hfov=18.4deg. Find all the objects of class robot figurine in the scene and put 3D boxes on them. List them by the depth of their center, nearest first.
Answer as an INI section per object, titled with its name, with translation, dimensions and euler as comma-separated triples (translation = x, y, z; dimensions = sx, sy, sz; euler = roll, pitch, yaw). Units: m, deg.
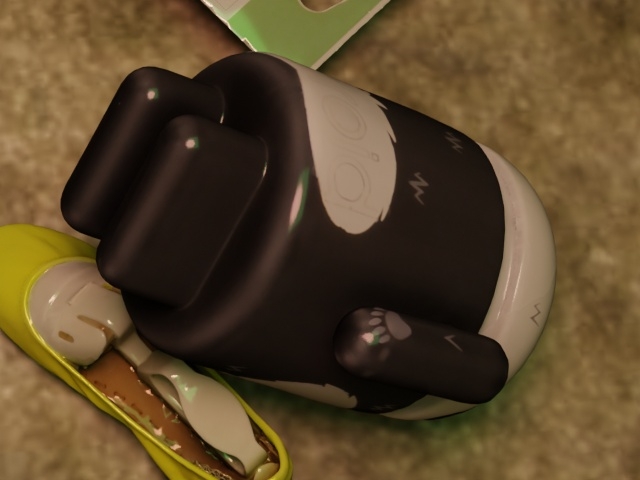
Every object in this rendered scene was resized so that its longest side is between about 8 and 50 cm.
[robot figurine]
translation = 0.000, 0.003, 1.078
dimensions = 0.278, 0.173, 0.209
euler = 19, 58, -37

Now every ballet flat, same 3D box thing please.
[ballet flat]
translation = -0.102, 0.067, 1.113
dimensions = 0.231, 0.077, 0.077
euler = 44, 71, 2

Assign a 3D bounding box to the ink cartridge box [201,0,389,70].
[ink cartridge box]
translation = -0.050, -0.219, 1.222
dimensions = 0.235, 0.056, 0.171
euler = 46, 70, -1
